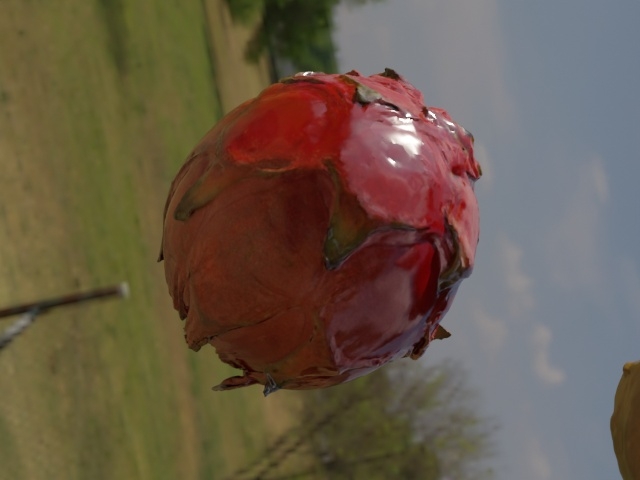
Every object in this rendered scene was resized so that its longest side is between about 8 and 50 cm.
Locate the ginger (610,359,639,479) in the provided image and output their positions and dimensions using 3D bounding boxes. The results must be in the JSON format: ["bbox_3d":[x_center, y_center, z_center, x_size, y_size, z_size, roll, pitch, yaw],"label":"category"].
[{"bbox_3d":[0.330,0.146,1.236,0.269,0.200,0.223,-87,-157,-62],"label":"ginger"}]

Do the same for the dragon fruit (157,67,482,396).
[{"bbox_3d":[0.002,-0.010,1.201,0.241,0.252,0.241,-19,90,-82],"label":"dragon fruit"}]
